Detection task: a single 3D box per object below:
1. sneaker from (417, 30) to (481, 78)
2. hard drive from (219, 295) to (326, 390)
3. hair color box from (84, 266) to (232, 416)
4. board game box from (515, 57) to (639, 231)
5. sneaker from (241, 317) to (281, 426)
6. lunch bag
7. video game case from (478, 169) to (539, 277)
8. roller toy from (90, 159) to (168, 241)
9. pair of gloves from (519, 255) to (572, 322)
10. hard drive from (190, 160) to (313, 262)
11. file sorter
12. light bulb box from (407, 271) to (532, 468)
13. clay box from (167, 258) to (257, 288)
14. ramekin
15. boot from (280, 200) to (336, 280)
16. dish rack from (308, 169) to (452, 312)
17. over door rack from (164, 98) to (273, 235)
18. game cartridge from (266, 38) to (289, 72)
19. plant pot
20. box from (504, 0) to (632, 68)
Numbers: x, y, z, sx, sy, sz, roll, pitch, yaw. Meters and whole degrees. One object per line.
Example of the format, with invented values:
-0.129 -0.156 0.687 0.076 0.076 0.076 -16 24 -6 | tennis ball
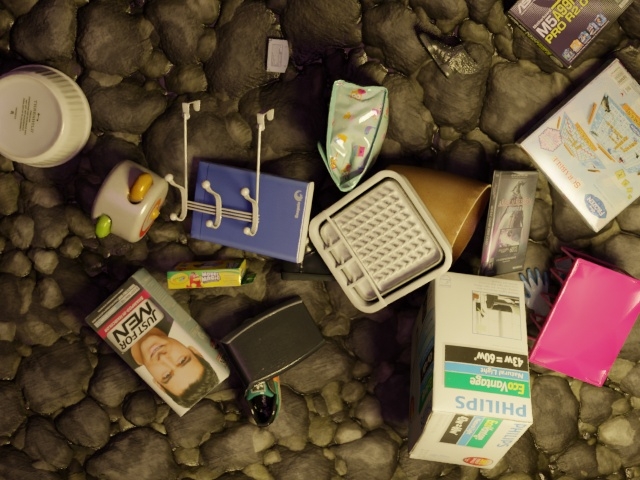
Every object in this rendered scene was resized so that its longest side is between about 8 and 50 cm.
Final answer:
0.330 -0.484 1.840 0.089 0.051 0.170 -37 103 8 | sneaker
-0.123 0.272 1.935 0.255 0.054 0.172 -28 87 -18 | hard drive
-0.436 0.277 1.973 0.185 0.113 0.374 -41 98 8 | hair color box
0.733 -0.244 1.867 0.318 0.066 0.318 -42 98 8 | board game box
-0.164 0.368 1.979 0.108 0.121 0.302 -10 100 3 | sneaker
0.082 -0.260 1.800 0.160 0.223 0.262 10 102 4 | lunch bag
0.491 -0.046 1.866 0.026 0.196 0.274 17 106 42 | video game case
-0.485 -0.101 1.859 0.146 0.191 0.209 28 106 -4 | roller toy
0.643 0.131 1.966 0.198 0.023 0.159 -23 101 6 | pair of gloves
-0.184 -0.078 1.880 0.319 0.040 0.210 13 102 20 | hard drive
0.673 0.186 1.872 0.202 0.182 0.290 20 104 -4 | file sorter
0.354 0.324 1.769 0.225 0.358 0.361 7 56 1 | light bulb box
-0.286 0.087 1.925 0.222 0.127 0.053 -4 100 1 | clay box
-0.745 -0.319 1.856 0.273 0.127 0.272 0 101 2 | ramekin
0.000 0.000 1.917 0.247 0.094 0.207 -2 105 8 | boot
0.152 0.001 1.772 0.333 0.072 0.285 -35 87 40 | dish rack
-0.264 -0.188 1.817 0.240 0.108 0.324 12 101 19 | over door rack
-0.110 -0.479 1.867 0.056 0.017 0.083 6 101 4 | game cartridge
0.268 -0.087 1.840 0.254 0.237 0.237 27 101 19 | plant pot
0.635 -0.602 1.803 0.216 0.060 0.270 42 99 -7 | box
